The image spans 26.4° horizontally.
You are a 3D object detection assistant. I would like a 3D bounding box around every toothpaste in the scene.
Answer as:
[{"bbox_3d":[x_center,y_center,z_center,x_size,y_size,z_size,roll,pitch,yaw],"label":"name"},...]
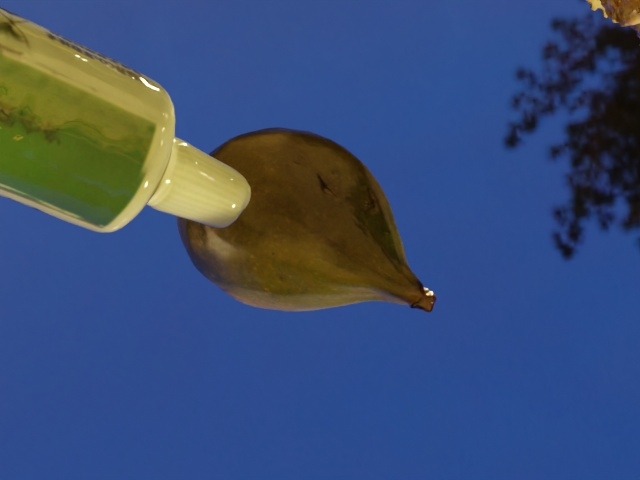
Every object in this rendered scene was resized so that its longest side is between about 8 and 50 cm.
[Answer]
[{"bbox_3d":[-0.184,-0.078,0.426,0.061,0.392,0.099,-62,-148,9],"label":"toothpaste"}]

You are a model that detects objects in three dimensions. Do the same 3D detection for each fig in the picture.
[{"bbox_3d":[-0.011,0.011,0.925,0.126,0.133,0.185,-48,-118,30],"label":"fig"}]

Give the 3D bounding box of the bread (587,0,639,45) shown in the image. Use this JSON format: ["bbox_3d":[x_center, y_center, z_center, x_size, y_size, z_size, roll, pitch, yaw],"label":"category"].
[{"bbox_3d":[0.256,-0.241,0.962,0.171,0.314,0.192,-24,-91,31],"label":"bread"}]
